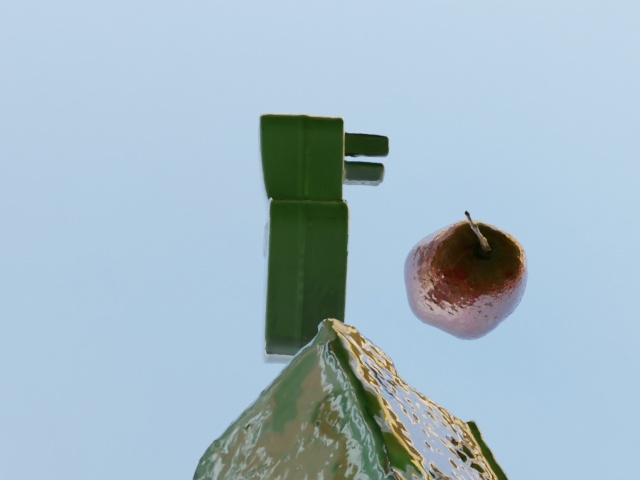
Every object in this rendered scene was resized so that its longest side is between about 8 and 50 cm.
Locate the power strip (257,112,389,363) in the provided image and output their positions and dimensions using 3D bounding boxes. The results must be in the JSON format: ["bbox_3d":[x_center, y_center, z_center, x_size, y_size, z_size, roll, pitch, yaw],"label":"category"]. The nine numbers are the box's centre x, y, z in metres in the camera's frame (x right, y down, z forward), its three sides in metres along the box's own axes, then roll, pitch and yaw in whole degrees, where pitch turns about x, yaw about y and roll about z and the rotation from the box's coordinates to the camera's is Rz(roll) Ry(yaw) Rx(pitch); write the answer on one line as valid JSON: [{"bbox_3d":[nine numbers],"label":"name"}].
[{"bbox_3d":[0.000,0.000,1.210,0.141,0.229,0.260,2,-95,-4],"label":"power strip"}]

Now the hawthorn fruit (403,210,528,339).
[{"bbox_3d":[0.201,0.036,1.483,0.163,0.203,0.162,9,-121,-16],"label":"hawthorn fruit"}]

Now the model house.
[{"bbox_3d":[0.093,0.264,0.917,0.325,0.194,0.267,32,-162,-32],"label":"model house"}]
